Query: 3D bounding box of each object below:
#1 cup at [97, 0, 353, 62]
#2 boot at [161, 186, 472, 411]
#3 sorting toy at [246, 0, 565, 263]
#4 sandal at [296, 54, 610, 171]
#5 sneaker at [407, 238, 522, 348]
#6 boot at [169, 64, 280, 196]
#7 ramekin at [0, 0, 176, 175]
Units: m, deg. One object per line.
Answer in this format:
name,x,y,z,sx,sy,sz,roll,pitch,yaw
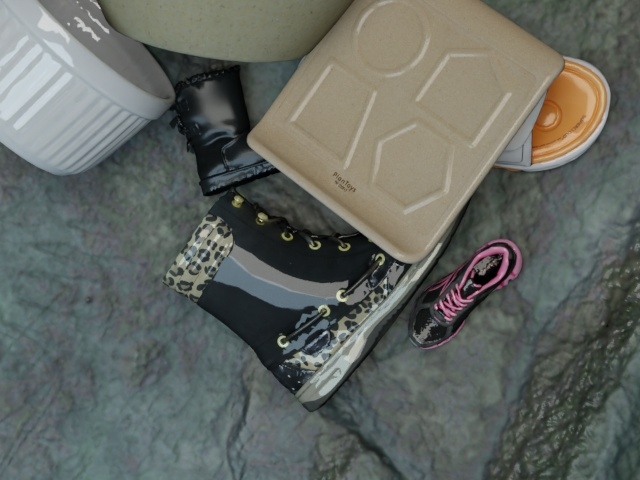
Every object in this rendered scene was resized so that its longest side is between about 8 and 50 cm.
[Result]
cup,-0.071,-0.275,1.553,0.331,0.331,0.237,11,107,6
boot,-0.001,0.001,1.618,0.178,0.085,0.236,37,94,3
sorting toy,0.068,-0.110,1.585,0.193,0.038,0.208,38,91,25
sandal,0.107,-0.117,1.623,0.265,0.076,0.102,6,87,5
sneaker,0.117,0.043,1.623,0.047,0.057,0.119,45,93,4
boot,-0.065,-0.100,1.656,0.121,0.045,0.099,-18,85,8
ramekin,-0.229,-0.147,1.599,0.109,0.207,0.207,-45,84,11
